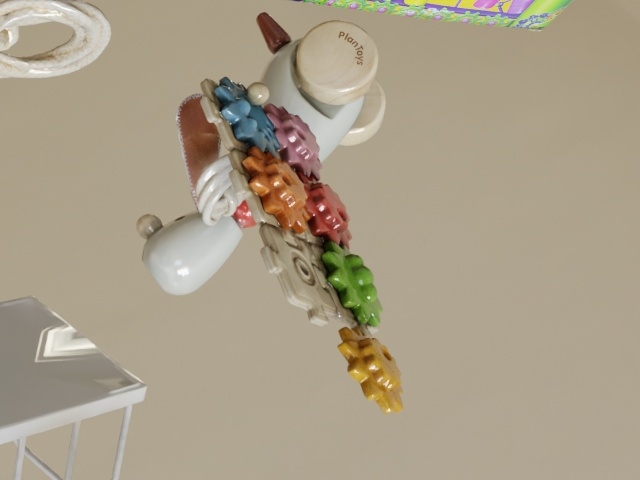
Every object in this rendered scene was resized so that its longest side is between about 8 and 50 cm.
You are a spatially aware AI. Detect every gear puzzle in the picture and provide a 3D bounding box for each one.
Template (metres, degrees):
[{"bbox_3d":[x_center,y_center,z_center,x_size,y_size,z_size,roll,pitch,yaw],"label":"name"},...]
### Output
[{"bbox_3d":[0.000,0.000,1.445,0.044,0.175,0.339,-33,-117,19],"label":"gear puzzle"}]

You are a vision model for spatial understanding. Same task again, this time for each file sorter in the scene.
[{"bbox_3d":[-0.346,0.194,1.580,0.277,0.173,0.193,-12,-145,-45],"label":"file sorter"}]

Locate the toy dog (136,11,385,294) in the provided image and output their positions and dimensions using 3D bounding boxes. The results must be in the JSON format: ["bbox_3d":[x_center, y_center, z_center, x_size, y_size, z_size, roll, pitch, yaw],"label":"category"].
[{"bbox_3d":[-0.077,-0.114,1.663,0.161,0.220,0.333,40,-125,16],"label":"toy dog"}]

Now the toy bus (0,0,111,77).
[{"bbox_3d":[-0.182,0.002,0.448,0.202,0.191,0.104,-26,-117,39],"label":"toy bus"}]

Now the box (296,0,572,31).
[{"bbox_3d":[0.090,-0.299,1.115,0.290,0.279,0.177,3,-115,-27],"label":"box"}]
